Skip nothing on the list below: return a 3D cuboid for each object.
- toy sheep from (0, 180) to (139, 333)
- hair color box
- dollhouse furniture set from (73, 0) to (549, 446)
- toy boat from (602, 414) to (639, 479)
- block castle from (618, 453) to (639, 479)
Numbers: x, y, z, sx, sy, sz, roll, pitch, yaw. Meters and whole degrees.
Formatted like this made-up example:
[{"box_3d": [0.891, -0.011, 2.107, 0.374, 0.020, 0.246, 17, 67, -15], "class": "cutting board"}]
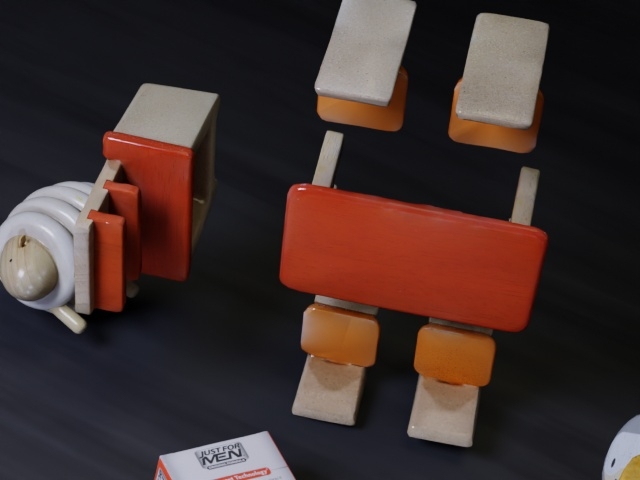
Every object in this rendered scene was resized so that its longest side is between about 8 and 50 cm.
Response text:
[{"box_3d": [-0.155, 0.005, 1.090, 0.091, 0.091, 0.132, 29, 27, 15], "class": "toy sheep"}, {"box_3d": [-0.034, 0.176, 0.960, 0.072, 0.043, 0.141, -10, 47, -27], "class": "hair color box"}, {"box_3d": [0.000, 0.000, 1.009, 0.259, 0.262, 0.135, 10, 42, 6], "class": "dollhouse furniture set"}, {"box_3d": [0.284, 0.193, 0.913, 0.318, 0.267, 0.148, 13, 74, 30], "class": "toy boat"}, {"box_3d": [0.189, 0.247, 0.644, 0.213, 0.453, 0.303, 30, 40, 27], "class": "block castle"}]
